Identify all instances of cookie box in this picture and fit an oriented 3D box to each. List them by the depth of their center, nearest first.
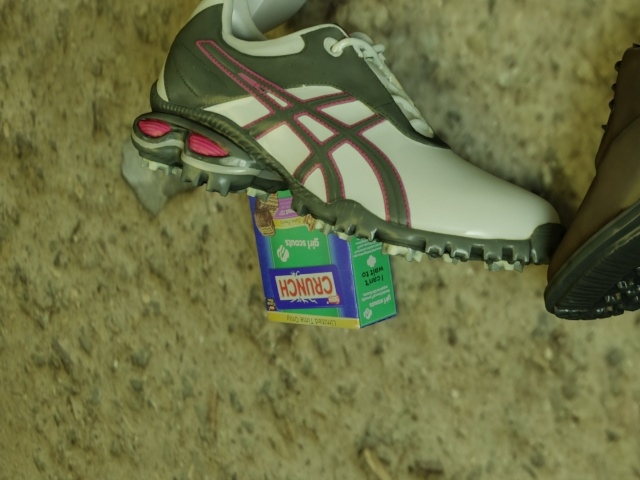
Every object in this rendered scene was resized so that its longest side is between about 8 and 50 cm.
[{"bbox_3d":[0.000,0.000,0.934,0.092,0.040,0.107,1,104,47],"label":"cookie box"}]

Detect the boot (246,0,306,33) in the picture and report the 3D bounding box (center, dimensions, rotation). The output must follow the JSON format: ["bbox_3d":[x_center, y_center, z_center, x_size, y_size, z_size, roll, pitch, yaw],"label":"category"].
[{"bbox_3d":[-0.022,-0.210,0.866,0.086,0.069,0.190,57,138,11],"label":"boot"}]

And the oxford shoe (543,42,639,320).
[{"bbox_3d":[0.174,-0.044,0.708,0.227,0.082,0.096,-59,37,42],"label":"oxford shoe"}]

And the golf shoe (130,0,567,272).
[{"bbox_3d":[0.020,-0.061,0.822,0.272,0.105,0.120,21,95,20],"label":"golf shoe"}]
